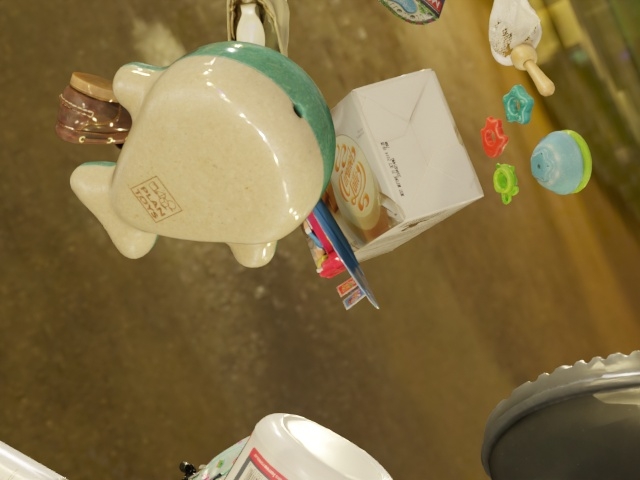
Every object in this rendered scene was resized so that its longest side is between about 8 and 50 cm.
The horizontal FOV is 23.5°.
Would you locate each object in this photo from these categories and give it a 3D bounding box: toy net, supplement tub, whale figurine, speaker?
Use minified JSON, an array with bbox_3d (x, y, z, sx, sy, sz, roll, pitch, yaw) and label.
[{"bbox_3d":[0.216,-0.159,1.634,0.045,0.122,0.232,-10,91,-32],"label":"toy net"},{"bbox_3d":[-0.049,0.355,1.768,0.191,0.272,0.191,30,8,-5],"label":"supplement tub"},{"bbox_3d":[-0.102,-0.076,1.372,0.216,0.272,0.141,52,44,-13],"label":"whale figurine"},{"bbox_3d":[-0.269,0.191,1.260,0.055,0.136,0.055,-43,145,-40],"label":"speaker"}]

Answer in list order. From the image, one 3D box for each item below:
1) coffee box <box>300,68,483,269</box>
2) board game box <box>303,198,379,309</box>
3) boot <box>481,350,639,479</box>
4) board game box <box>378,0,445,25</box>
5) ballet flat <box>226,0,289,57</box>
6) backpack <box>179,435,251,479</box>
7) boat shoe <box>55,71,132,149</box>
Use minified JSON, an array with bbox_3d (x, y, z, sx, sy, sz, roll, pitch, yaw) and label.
[{"bbox_3d":[0.055,-0.066,1.601,0.141,0.098,0.246,70,-23,5],"label":"coffee box"},{"bbox_3d":[0.000,0.000,1.491,0.133,0.033,0.169,54,7,-37],"label":"board game box"},{"bbox_3d":[0.273,0.281,1.057,0.445,0.367,0.146,-80,149,-43],"label":"boot"},{"bbox_3d":[0.063,-0.336,1.769,0.194,0.060,0.194,39,51,-24],"label":"board game box"},{"bbox_3d":[-0.070,-0.166,1.709,0.086,0.086,0.248,-22,107,-75],"label":"ballet flat"},{"bbox_3d":[-0.084,0.330,2.019,0.152,0.182,0.115,53,4,-24],"label":"backpack"},{"bbox_3d":[-0.206,-0.132,1.644,0.073,0.073,0.207,28,14,31],"label":"boat shoe"}]
